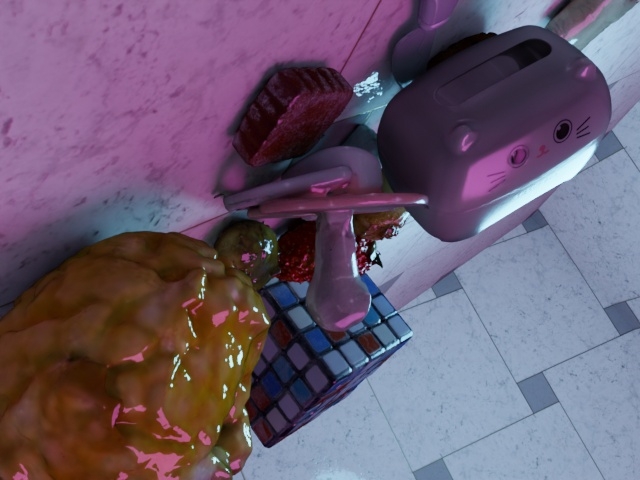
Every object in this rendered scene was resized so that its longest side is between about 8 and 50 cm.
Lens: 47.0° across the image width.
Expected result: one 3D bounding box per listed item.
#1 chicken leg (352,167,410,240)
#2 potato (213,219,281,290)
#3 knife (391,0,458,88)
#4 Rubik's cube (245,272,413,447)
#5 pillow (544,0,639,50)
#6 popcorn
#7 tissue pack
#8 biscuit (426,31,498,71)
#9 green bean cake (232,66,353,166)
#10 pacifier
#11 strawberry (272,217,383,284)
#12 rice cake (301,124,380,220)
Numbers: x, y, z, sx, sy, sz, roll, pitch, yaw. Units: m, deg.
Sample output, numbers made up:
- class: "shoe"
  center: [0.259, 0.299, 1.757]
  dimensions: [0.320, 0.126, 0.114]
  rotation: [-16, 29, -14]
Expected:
- class: "chicken leg"
  center: [0.125, -0.103, 1.290]
  dimensions: [0.252, 0.107, 0.087]
  rotation: [-65, -172, -30]
- class: "potato"
  center: [-0.119, 0.031, 1.233]
  dimensions: [0.117, 0.090, 0.225]
  rotation: [-37, 164, -7]
- class: "knife"
  center: [0.138, -0.283, 1.016]
  dimensions: [0.080, 0.044, 0.331]
  rotation: [-27, 164, -13]
- class: "Rubik's cube"
  center: [-0.039, 0.204, 1.546]
  dimensions: [0.293, 0.287, 0.292]
  rotation: [-20, 156, -49]
- class: "pillow"
  center: [0.506, -0.429, 1.397]
  dimensions: [0.181, 0.078, 0.134]
  rotation: [-41, 162, 21]
- class: "popcorn"
  center: [-0.253, 0.175, 0.922]
  dimensions: [0.344, 0.353, 0.391]
  rotation: [11, 88, -45]
- class: "tissue pack"
  center: [0.258, -0.173, 1.105]
  dimensions: [0.333, 0.229, 0.236]
  rotation: [-29, 149, -11]
- class: "biscuit"
  center: [0.225, -0.275, 1.234]
  dimensions: [0.192, 0.049, 0.192]
  rotation: [-29, 165, -9]
- class: "green bean cake"
  center: [-0.037, -0.160, 0.936]
  dimensions: [0.135, 0.056, 0.136]
  rotation: [-16, 153, -52]
- class: "pacifier"
  center: [0.018, -0.026, 1.063]
  dimensions: [0.220, 0.273, 0.332]
  rotation: [-40, -172, -10]
- class: "strawberry"
  center: [-0.006, -0.010, 1.351]
  dimensions: [0.228, 0.175, 0.098]
  rotation: [-8, 139, 12]
- class: "rice cake"
  center: [0.036, -0.111, 1.237]
  dimensions: [0.206, 0.063, 0.069]
  rotation: [-47, 160, 25]
